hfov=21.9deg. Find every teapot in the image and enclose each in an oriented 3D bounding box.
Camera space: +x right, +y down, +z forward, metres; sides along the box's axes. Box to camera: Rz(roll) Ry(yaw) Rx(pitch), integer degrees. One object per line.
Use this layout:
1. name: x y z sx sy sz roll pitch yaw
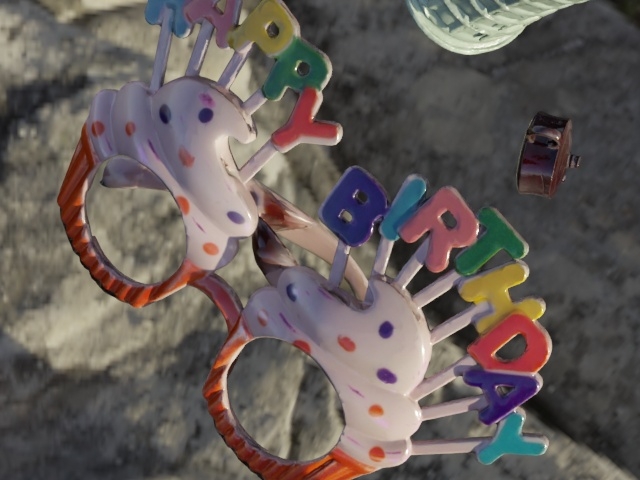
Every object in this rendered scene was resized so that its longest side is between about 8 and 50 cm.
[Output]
1. teapot: 0.180 -0.066 1.287 0.045 0.100 0.067 13 74 13

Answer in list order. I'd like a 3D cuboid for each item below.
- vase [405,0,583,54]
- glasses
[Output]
1. vase: 0.196 -0.240 1.386 0.143 0.299 0.143 0 91 -23
2. glasses: 0.001 -0.002 0.708 0.255 0.162 0.095 47 37 4
